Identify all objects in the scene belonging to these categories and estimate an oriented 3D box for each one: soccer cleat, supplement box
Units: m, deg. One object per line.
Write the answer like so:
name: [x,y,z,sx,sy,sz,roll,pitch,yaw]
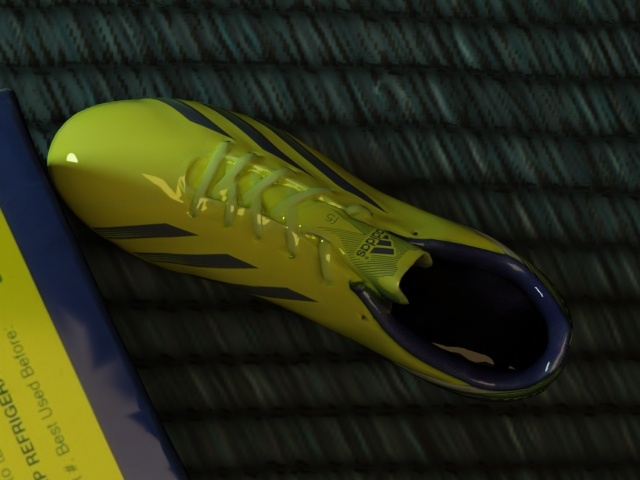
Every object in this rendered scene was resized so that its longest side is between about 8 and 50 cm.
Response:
soccer cleat: [0.001,-0.001,0.909,0.289,0.121,0.093,24,86,-9]
supplement box: [-0.260,0.104,0.812,0.356,0.195,0.194,-24,83,-10]
